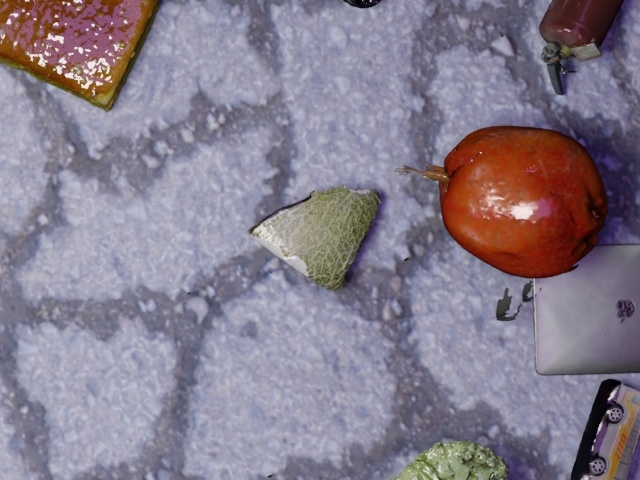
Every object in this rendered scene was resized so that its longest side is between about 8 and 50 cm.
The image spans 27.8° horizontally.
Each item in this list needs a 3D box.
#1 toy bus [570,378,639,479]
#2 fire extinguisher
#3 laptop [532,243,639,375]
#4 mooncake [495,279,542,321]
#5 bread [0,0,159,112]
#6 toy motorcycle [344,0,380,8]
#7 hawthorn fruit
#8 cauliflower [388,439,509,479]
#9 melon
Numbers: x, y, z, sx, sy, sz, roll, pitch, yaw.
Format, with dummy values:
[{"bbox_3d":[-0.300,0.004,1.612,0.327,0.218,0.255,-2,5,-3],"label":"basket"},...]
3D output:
[{"bbox_3d":[0.414,0.287,1.840,0.072,0.057,0.172,20,87,-10],"label":"toy bus"},{"bbox_3d":[0.387,-0.344,1.849,0.105,0.105,0.269,27,85,-3],"label":"fire extinguisher"},{"bbox_3d":[0.439,0.099,1.870,0.269,0.015,0.187,-1,88,-5],"label":"laptop"},{"bbox_3d":[0.397,0.145,1.819,0.347,0.057,0.150,12,119,-6],"label":"mooncake"},{"bbox_3d":[-0.357,-0.308,1.771,0.234,0.110,0.184,24,86,-4],"label":"bread"},{"bbox_3d":[0.026,-0.495,1.773,0.212,0.125,0.358,-51,120,-15],"label":"toy motorcycle"},{"bbox_3d":[0.247,-0.064,1.774,0.299,0.211,0.211,15,86,6],"label":"hawthorn fruit"},{"bbox_3d":[0.164,0.424,1.716,0.272,0.250,0.275,-26,85,-7],"label":"cauliflower"},{"bbox_3d":[0.002,0.003,1.801,0.202,0.093,0.139,-19,87,-14],"label":"melon"}]
